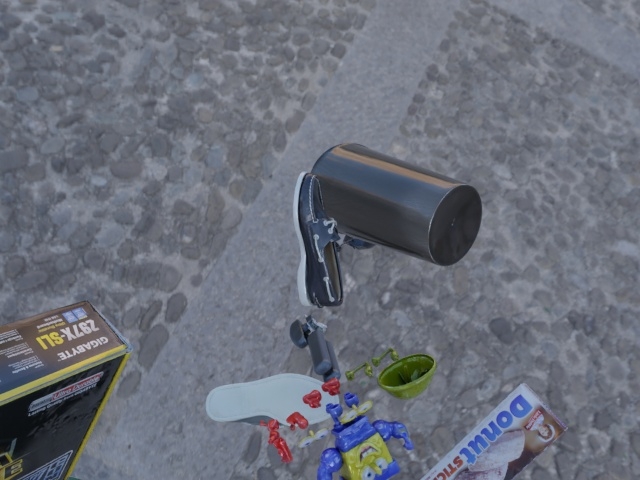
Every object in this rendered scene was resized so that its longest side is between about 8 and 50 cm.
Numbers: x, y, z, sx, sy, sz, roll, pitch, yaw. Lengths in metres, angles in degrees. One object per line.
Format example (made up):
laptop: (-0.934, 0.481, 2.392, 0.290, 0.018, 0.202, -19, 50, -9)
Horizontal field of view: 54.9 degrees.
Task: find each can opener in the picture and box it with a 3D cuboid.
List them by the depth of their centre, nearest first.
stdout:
can opener: (-0.011, 0.272, 1.541, 0.093, 0.280, 0.074, -40, 111, 3)

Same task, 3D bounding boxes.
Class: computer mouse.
computer mouse: (0.070, 0.015, 1.484, 0.071, 0.041, 0.242, 19, 20, 31)

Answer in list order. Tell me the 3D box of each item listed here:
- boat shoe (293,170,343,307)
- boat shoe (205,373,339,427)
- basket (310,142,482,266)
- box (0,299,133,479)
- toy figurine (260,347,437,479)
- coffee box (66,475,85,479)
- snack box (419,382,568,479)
boat shoe: (0.000, 0.000, 0.555, 0.038, 0.046, 0.125, 1, 97, 22)
boat shoe: (-0.104, 0.379, 1.441, 0.320, 0.099, 0.116, -6, 69, 14)
basket: (0.126, -0.053, 0.975, 0.227, 0.154, 0.204, 24, 1, 44)
box: (-0.338, 0.200, 0.500, 0.079, 0.257, 0.322, 43, 29, 17)
toy figurine: (0.086, 0.391, 1.218, 0.363, 0.191, 0.217, -24, 98, -26)
coffee box: (-0.172, 0.239, 0.354, 0.040, 0.113, 0.184, 22, 13, -10)
snack box: (0.184, 0.241, 0.680, 0.064, 0.178, 0.022, 48, 19, 27)
